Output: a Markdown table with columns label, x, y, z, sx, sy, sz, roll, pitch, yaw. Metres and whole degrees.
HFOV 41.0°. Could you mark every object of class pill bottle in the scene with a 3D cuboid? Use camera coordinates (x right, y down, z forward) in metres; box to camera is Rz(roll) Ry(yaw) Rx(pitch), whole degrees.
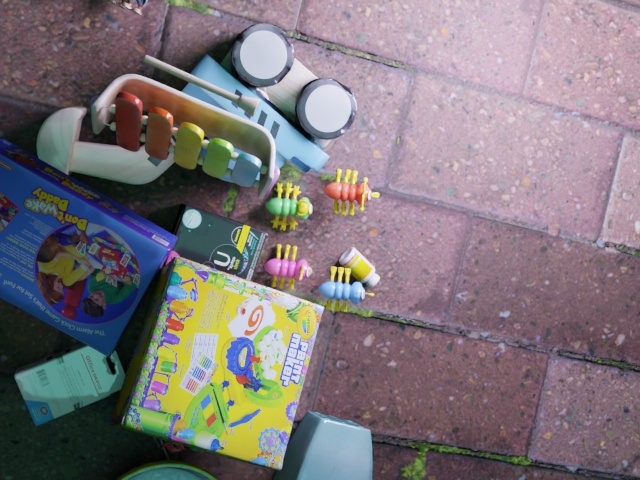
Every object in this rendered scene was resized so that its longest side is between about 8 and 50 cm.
| label | x | y | z | sx | sy | sz | roll | pitch | yaw |
| --- | --- | --- | --- | --- | --- | --- | --- | --- | --- |
| pill bottle | 0.079 | 0.055 | 1.703 | 0.083 | 0.043 | 0.043 | 44 | 84 | -13 |

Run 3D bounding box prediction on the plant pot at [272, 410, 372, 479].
| label | x | y | z | sx | sy | sz | roll | pitch | yaw |
| --- | --- | --- | --- | --- | --- | --- | --- | --- | --- |
| plant pot | 0.006 | 0.463 | 1.667 | 0.165 | 0.165 | 0.234 | 17 | 82 | -15 |

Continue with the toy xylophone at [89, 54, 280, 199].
| label | x | y | z | sx | sy | sz | roll | pitch | yaw |
| --- | --- | --- | --- | --- | --- | --- | --- | --- | --- |
| toy xylophone | -0.209 | -0.179 | 1.359 | 0.322 | 0.236 | 0.081 | 19 | 71 | 1 |

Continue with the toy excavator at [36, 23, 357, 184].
| label | x | y | z | sx | sy | sz | roll | pitch | yaw |
| --- | --- | --- | --- | --- | --- | --- | --- | --- | --- |
| toy excavator | -0.218 | -0.199 | 1.536 | 0.433 | 0.222 | 0.445 | 38 | 94 | -13 |

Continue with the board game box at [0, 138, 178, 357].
| label | x | y | z | sx | sy | sz | roll | pitch | yaw |
| --- | --- | --- | --- | --- | --- | --- | --- | --- | --- |
| board game box | -0.458 | 0.014 | 1.484 | 0.347 | 0.078 | 0.233 | 30 | 105 | -6 |

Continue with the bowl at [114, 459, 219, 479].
| label | x | y | z | sx | sy | sz | roll | pitch | yaw |
| --- | --- | --- | --- | --- | --- | --- | --- | --- | --- |
| bowl | -0.294 | 0.532 | 1.591 | 0.289 | 0.156 | 0.290 | -1 | 95 | -14 |

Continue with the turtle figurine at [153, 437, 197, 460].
| label | x | y | z | sx | sy | sz | roll | pitch | yaw |
| --- | --- | --- | --- | --- | --- | --- | --- | --- | --- |
| turtle figurine | -0.244 | 0.306 | 1.612 | 0.175 | 0.118 | 0.234 | -8 | 91 | -13 |

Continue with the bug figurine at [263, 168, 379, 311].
| label | x | y | z | sx | sy | sz | roll | pitch | yaw |
| --- | --- | --- | --- | --- | --- | --- | --- | --- | --- |
| bug figurine | 0.000 | 0.000 | 1.638 | 0.216 | 0.072 | 0.279 | 3 | 93 | 3 |

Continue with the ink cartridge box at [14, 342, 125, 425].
| label | x | y | z | sx | sy | sz | roll | pitch | yaw |
| --- | --- | --- | --- | --- | --- | --- | --- | --- | --- |
| ink cartridge box | -0.454 | 0.253 | 1.575 | 0.180 | 0.060 | 0.104 | -21 | 99 | -12 |

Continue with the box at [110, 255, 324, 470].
| label | x | y | z | sx | sy | sz | roll | pitch | yaw |
| --- | --- | --- | --- | --- | --- | --- | --- | --- | --- |
| box | -0.180 | 0.218 | 1.491 | 0.279 | 0.177 | 0.290 | 21 | 73 | -15 |

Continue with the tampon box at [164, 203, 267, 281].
| label | x | y | z | sx | sy | sz | roll | pitch | yaw |
| --- | --- | --- | --- | --- | --- | --- | --- | --- | --- |
| tampon box | -0.199 | 0.012 | 1.598 | 0.160 | 0.101 | 0.121 | 18 | 90 | -15 |

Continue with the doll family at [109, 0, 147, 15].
| label | x | y | z | sx | sy | sz | roll | pitch | yaw |
| --- | --- | --- | --- | --- | --- | --- | --- | --- | --- |
| doll family | -0.370 | -0.487 | 1.527 | 0.192 | 0.076 | 0.111 | 25 | 93 | -12 |
